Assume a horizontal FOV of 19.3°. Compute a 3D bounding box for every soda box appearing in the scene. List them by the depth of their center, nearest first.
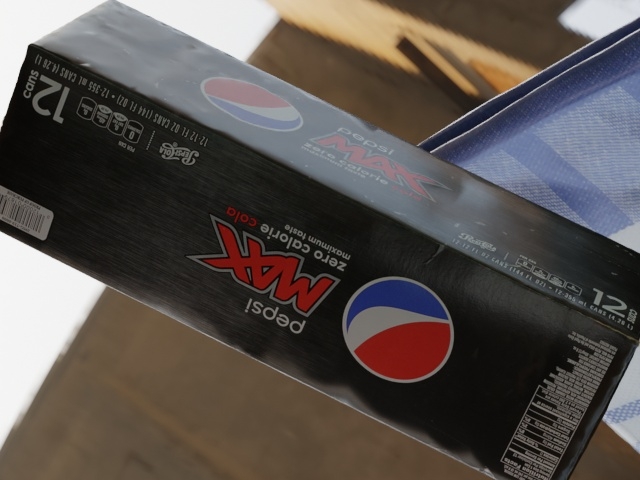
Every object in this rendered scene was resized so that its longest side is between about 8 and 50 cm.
[{"bbox_3d":[0.000,0.000,0.489,0.169,0.060,0.053,27,-66,6],"label":"soda box"}]

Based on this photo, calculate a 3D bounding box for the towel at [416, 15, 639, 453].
[{"bbox_3d":[0.174,0.030,0.650,0.209,0.285,0.034,-30,-152,47],"label":"towel"}]
